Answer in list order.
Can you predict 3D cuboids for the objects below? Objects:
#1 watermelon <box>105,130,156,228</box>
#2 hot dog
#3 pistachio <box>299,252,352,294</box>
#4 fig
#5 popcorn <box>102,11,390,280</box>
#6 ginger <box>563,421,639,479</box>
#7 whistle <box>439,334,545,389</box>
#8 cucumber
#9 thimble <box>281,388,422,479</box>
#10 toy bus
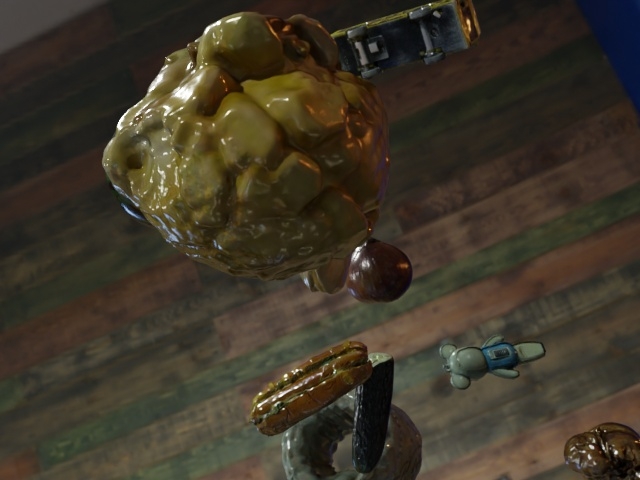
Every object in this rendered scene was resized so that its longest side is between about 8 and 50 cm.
[{"bbox_3d":[-0.325,-0.159,2.188,0.285,0.285,0.285,-18,-23,-8],"label":"watermelon"},{"bbox_3d":[-0.020,0.284,1.923,0.269,0.115,0.072,-32,-42,1],"label":"hot dog"},{"bbox_3d":[0.000,0.000,1.851,0.117,0.200,0.145,13,9,25],"label":"pistachio"},{"bbox_3d":[0.158,0.082,2.800,0.205,0.205,0.205,-18,-23,-8],"label":"fig"},{"bbox_3d":[-0.079,-0.105,1.313,0.344,0.354,0.390,-27,-33,15],"label":"popcorn"},{"bbox_3d":[0.642,0.461,1.971,0.274,0.357,0.152,35,-100,-53],"label":"ginger"},{"bbox_3d":[0.374,0.258,2.167,0.236,0.114,0.077,-9,-35,-15],"label":"whistle"},{"bbox_3d":[0.102,0.344,1.980,0.074,0.241,0.074,5,1,0],"label":"cucumber"},{"bbox_3d":[0.067,0.480,2.219,0.291,0.291,0.195,-29,-35,18],"label":"thimble"},{"bbox_3d":[0.110,-0.279,1.410,0.226,0.081,0.074,-11,17,36],"label":"toy bus"}]
